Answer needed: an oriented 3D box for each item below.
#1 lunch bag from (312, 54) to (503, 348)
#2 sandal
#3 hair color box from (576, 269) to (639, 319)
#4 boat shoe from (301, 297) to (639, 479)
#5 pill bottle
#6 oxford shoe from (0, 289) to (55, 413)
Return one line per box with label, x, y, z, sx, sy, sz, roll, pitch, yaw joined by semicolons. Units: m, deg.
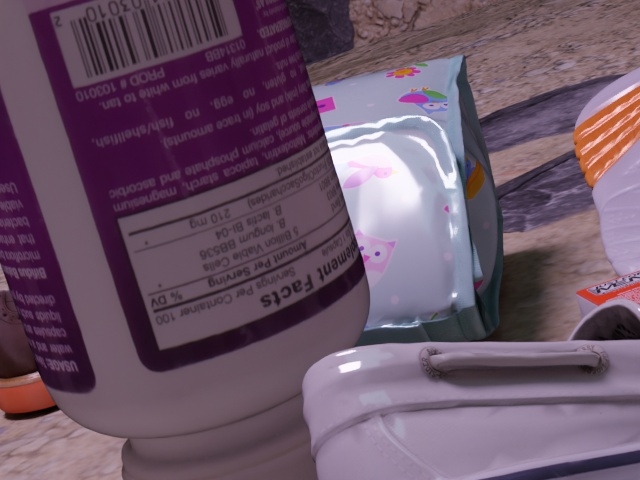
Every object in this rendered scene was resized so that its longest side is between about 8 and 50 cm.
lunch bag;0.000;0.000;0.898;0.223;0.160;0.262;-11;25;13
sandal;0.231;-0.034;0.953;0.102;0.076;0.265;-27;28;26
hair color box;0.161;0.061;0.606;0.043;0.072;0.141;-18;12;-7
boat shoe;0.110;0.062;0.459;0.268;0.088;0.096;-4;-28;-32
pill bottle;-0.073;-0.011;0.689;0.169;0.301;0.169;-15;13;4
oxford shoe;-0.156;0.033;1.079;0.097;0.098;0.271;-10;14;27
